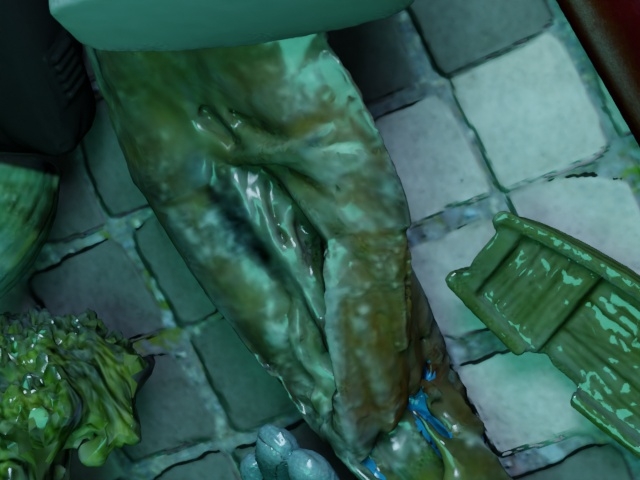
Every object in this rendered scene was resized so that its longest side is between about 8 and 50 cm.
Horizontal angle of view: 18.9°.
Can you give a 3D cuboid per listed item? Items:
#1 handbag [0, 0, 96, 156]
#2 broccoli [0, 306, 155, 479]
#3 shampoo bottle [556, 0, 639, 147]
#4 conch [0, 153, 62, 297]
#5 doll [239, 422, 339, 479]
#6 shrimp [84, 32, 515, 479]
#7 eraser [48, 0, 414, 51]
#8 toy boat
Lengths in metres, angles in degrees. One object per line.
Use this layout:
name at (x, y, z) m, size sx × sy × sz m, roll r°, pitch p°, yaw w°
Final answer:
handbag at (-0.273, -0.168, 1.169) m, size 0.244 × 0.088 × 0.275 m, roll 4°, pitch 142°, yaw 22°
broccoli at (-0.250, 0.203, 1.284) m, size 0.249 × 0.302 × 0.375 m, roll 31°, pitch 90°, yaw 31°
shampoo bottle at (0.182, -0.123, 1.067) m, size 0.260 × 0.064 × 0.102 m, roll 59°, pitch 154°, yaw -6°
conch at (-0.263, -0.002, 1.241) m, size 0.188 × 0.176 × 0.122 m, roll 14°, pitch 126°, yaw 59°
doll at (-0.016, 0.187, 1.219) m, size 0.120 × 0.075 × 0.180 m, roll 39°, pitch 165°, yaw 29°
shrimp at (0.000, 0.000, 1.144) m, size 0.221 × 0.110 × 0.445 m, roll -14°, pitch 110°, yaw 55°
eraser at (-0.047, -0.252, 1.014) m, size 0.189 × 0.104 × 0.290 m, roll -4°, pitch 72°, yaw 12°
toy boat at (0.208, 0.089, 1.150) m, size 0.293 × 0.055 × 0.093 m, roll 40°, pitch 117°, yaw 4°
